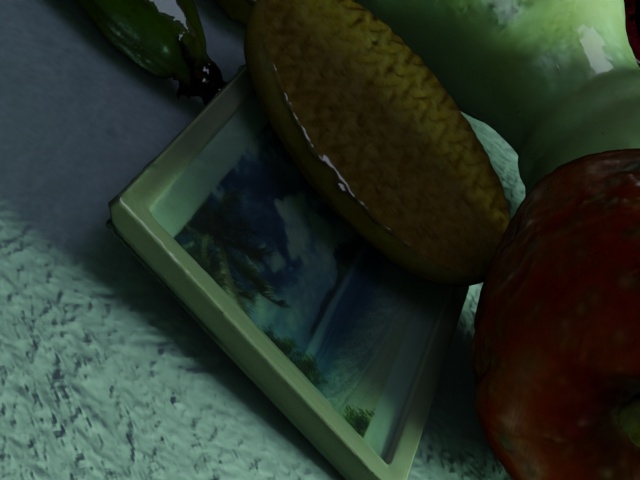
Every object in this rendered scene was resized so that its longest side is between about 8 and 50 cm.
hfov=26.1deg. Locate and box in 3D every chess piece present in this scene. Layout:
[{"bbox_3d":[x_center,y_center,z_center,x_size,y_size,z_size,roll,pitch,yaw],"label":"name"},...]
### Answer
[{"bbox_3d":[0.194,-0.125,1.132,0.234,0.234,0.442,0,55,-52],"label":"chess piece"}]

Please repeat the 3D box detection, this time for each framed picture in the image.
[{"bbox_3d":[0.000,0.000,0.881,0.232,0.024,0.315,47,29,-10],"label":"framed picture"}]

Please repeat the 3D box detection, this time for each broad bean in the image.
[{"bbox_3d":[-0.174,-0.206,0.924,0.339,0.061,0.077,41,50,-4],"label":"broad bean"}]

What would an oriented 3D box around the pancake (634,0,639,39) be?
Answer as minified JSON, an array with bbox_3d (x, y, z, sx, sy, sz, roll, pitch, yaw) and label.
[{"bbox_3d":[0.355,-0.131,1.349,0.427,0.066,0.305,-92,169,-49],"label":"pancake"}]

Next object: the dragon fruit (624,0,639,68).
[{"bbox_3d":[0.443,-0.348,1.643,0.370,0.386,0.249,2,4,-6],"label":"dragon fruit"}]

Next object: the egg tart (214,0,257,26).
[{"bbox_3d":[-0.052,-0.204,1.092,0.128,0.049,0.129,30,26,-16],"label":"egg tart"}]

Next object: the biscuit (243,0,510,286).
[{"bbox_3d":[0.041,-0.075,0.968,0.262,0.037,0.262,37,31,-28],"label":"biscuit"}]

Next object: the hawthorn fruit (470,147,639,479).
[{"bbox_3d":[0.210,0.066,0.870,0.258,0.258,0.262,43,58,0],"label":"hawthorn fruit"}]
